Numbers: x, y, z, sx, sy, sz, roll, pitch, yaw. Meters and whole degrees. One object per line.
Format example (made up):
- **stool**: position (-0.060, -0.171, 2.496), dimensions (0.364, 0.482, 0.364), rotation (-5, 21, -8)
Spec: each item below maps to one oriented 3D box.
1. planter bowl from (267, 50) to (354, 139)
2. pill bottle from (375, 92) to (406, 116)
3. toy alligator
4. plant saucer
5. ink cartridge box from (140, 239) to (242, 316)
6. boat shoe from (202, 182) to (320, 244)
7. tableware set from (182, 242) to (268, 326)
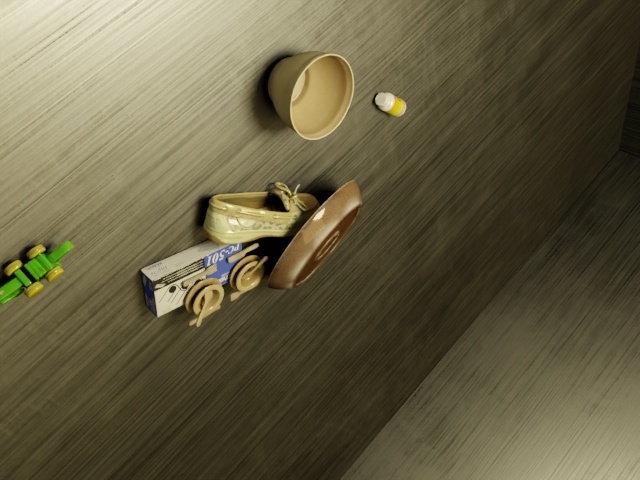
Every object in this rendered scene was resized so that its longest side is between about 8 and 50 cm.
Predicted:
- **planter bowl**: position (-0.031, -0.286, 1.093), dimensions (0.162, 0.109, 0.162), rotation (-30, 136, -33)
- **pill bottle**: position (0.164, -0.322, 1.355), dimensions (0.083, 0.043, 0.043), rotation (7, 112, -52)
- **toy alligator**: position (-0.469, 0.066, 0.901), dimensions (0.190, 0.056, 0.051), rotation (-42, -177, -20)
- **plant saucer**: position (0.000, 0.000, 1.295), dimensions (0.310, 0.050, 0.310), rotation (-50, 172, -9)
- **ink cartridge box**: position (-0.254, 0.064, 1.157), dimensions (0.207, 0.046, 0.097), rotation (-27, 137, -36)
- **boat shoe**: position (-0.105, -0.063, 1.184), dimensions (0.285, 0.104, 0.089), rotation (-17, 132, -42)
- **tableware set**: position (-0.189, 0.097, 1.188), dimensions (0.194, 0.039, 0.128), rotation (-30, 141, -33)
